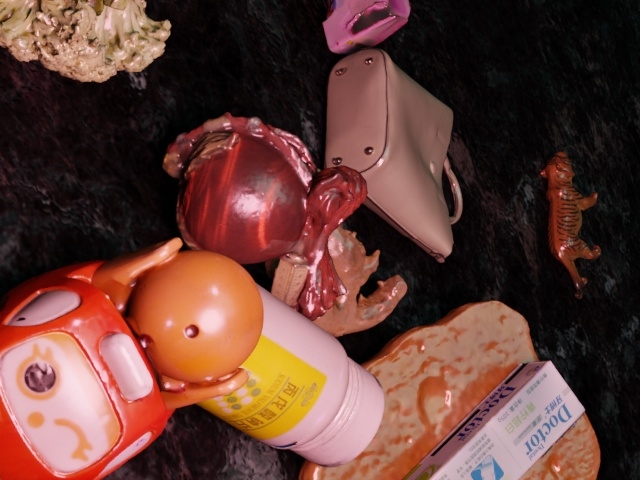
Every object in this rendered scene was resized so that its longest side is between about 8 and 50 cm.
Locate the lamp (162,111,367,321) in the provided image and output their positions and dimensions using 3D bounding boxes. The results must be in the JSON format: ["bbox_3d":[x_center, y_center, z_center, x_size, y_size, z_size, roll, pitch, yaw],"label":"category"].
[{"bbox_3d":[-0.073,-0.025,1.433,0.151,0.223,0.215,-38,150,-56],"label":"lamp"}]

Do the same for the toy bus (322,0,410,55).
[{"bbox_3d":[0.030,-0.392,1.752,0.090,0.112,0.274,-7,79,-61],"label":"toy bus"}]

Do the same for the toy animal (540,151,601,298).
[{"bbox_3d":[0.396,-0.024,2.098,0.099,0.057,0.241,22,61,-37],"label":"toy animal"}]

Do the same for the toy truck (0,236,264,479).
[{"bbox_3d":[-0.188,0.106,1.179,0.265,0.239,0.189,-39,105,-50],"label":"toy truck"}]

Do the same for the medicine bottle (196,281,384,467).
[{"bbox_3d":[-0.056,0.139,1.405,0.258,0.143,0.143,36,50,-37],"label":"medicine bottle"}]

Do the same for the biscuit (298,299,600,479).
[{"bbox_3d":[0.159,0.283,1.580,0.385,0.062,0.365,-36,100,-25],"label":"biscuit"}]

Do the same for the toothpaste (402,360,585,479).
[{"bbox_3d":[0.166,0.274,1.514,0.336,0.067,0.081,-40,100,-24],"label":"toothpaste"}]

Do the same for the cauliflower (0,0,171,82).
[{"bbox_3d":[-0.227,-0.296,1.286,0.272,0.250,0.275,-11,80,-54],"label":"cauliflower"}]

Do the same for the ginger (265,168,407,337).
[{"bbox_3d":[-0.009,0.011,1.558,0.149,0.065,0.258,-43,110,-24],"label":"ginger"}]

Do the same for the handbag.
[{"bbox_3d":[0.133,-0.110,1.769,0.315,0.109,0.241,30,55,-45],"label":"handbag"}]
